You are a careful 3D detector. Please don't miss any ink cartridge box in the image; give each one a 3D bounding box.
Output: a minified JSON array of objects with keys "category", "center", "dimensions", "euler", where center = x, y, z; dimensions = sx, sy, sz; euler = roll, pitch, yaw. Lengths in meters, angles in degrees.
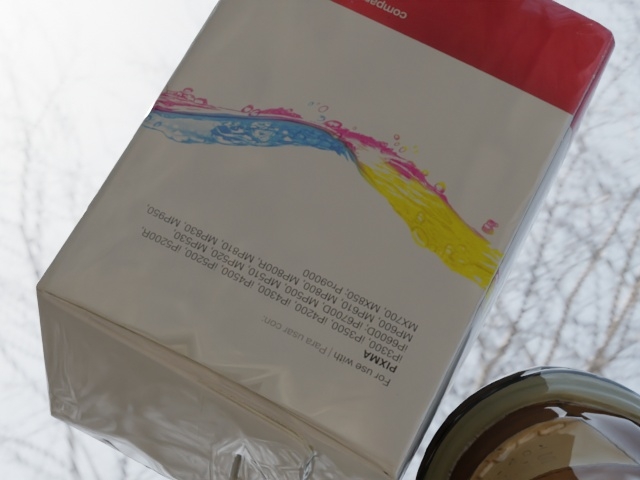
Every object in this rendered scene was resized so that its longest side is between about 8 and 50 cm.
[{"category":"ink cartridge box","center":[0.000,0.000,0.576],"dimensions":[0.127,0.176,0.128],"euler":[26,-25,6]}]

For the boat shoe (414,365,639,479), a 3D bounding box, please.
[{"category":"boat shoe","center":[0.174,0.167,0.580],"dimensions":[0.324,0.120,0.123],"euler":[31,-85,-12]}]
